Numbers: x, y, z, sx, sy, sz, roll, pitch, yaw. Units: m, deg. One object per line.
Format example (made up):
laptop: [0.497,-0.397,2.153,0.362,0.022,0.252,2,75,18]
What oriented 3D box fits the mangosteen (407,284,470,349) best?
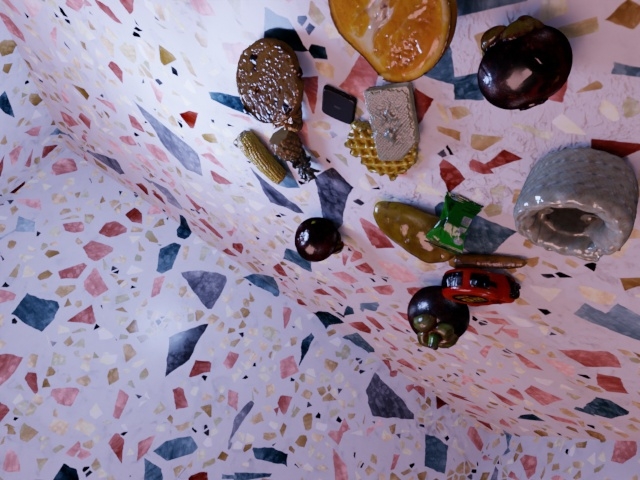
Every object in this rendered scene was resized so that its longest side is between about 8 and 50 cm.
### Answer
mangosteen: [0.543,0.365,2.065,0.300,0.300,0.300,27,153,15]

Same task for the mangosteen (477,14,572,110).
mangosteen: [0.453,-0.396,0.989,0.210,0.210,0.210,27,153,15]

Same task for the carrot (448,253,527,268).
carrot: [0.648,0.086,1.721,0.314,0.066,0.066,1,139,47]

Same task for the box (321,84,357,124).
box: [0.063,-0.463,1.508,0.126,0.027,0.125,28,156,10]

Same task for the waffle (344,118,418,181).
waffle: [0.210,-0.326,1.540,0.291,0.051,0.291,25,154,13]

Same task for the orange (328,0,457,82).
orange: [0.174,-0.527,1.018,0.274,0.274,0.310,80,172,-56]

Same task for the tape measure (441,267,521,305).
tape measure: [0.629,0.188,1.796,0.260,0.114,0.253,18,160,-20]

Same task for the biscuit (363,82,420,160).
biscuit: [0.229,-0.364,1.384,0.150,0.052,0.252,5,133,29]

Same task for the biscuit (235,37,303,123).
biscuit: [-0.170,-0.537,1.494,0.296,0.075,0.296,16,120,31]

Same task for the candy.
candy: [0.467,-0.060,1.565,0.141,0.203,0.078,31,-159,35]

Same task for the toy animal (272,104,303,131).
toy animal: [-0.103,-0.490,1.589,0.114,0.116,0.255,47,149,34]

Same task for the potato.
potato: [0.370,-0.038,1.734,0.369,0.176,0.195,30,180,18]

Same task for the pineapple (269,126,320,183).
pineapple: [-0.100,-0.341,1.796,0.128,0.128,0.248,6,147,44]

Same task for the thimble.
thimble: [0.703,-0.094,1.205,0.291,0.195,0.291,26,158,12]

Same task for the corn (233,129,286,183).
corn: [-0.262,-0.363,1.963,0.293,0.106,0.106,47,151,-25]

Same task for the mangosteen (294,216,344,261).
mangosteen: [0.000,0.000,2.174,0.265,0.228,0.228,14,169,-36]
